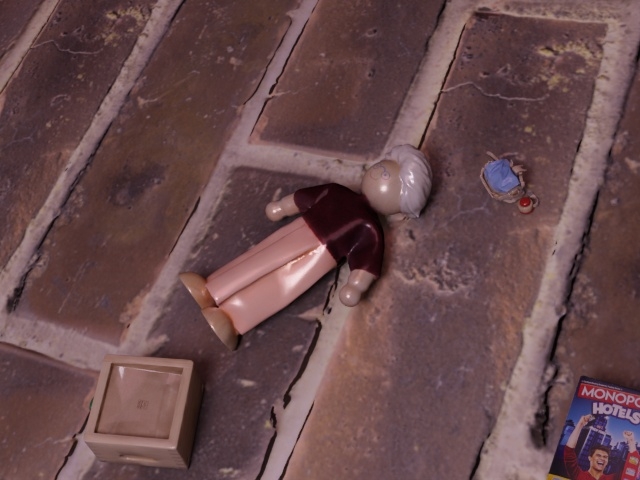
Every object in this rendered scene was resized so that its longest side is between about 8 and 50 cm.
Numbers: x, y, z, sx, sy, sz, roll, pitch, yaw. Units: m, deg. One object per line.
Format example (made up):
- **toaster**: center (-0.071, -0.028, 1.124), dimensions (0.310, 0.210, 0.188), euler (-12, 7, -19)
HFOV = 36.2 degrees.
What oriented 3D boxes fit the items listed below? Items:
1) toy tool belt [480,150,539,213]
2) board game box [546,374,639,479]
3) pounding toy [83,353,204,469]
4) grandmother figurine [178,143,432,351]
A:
- **toy tool belt**: center (0.235, -0.074, 1.226), dimensions (0.052, 0.051, 0.083), euler (-33, 53, -5)
- **board game box**: center (0.346, 0.214, 0.987), dimensions (0.194, 0.060, 0.194), euler (14, 61, 26)
- **pounding toy**: center (-0.219, 0.201, 1.178), dimensions (0.141, 0.100, 0.130), euler (3, 58, 8)
- **grandmother figurine**: center (0.000, 0.000, 1.229), dimensions (0.342, 0.104, 0.208), euler (-36, 62, -4)
